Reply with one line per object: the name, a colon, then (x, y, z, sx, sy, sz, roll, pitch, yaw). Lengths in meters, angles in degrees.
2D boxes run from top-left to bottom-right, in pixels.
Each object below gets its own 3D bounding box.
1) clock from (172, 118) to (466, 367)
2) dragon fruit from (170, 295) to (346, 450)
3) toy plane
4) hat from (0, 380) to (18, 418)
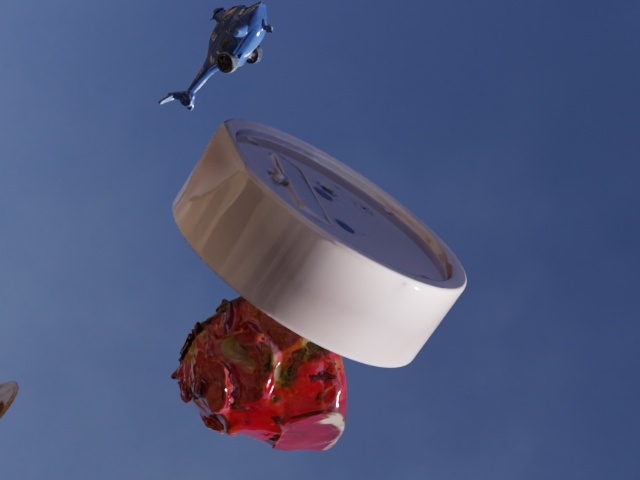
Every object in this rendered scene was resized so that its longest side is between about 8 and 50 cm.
clock: (0.000, 0.000, 1.016, 0.068, 0.197, 0.197, -57, -142, 15)
dragon fruit: (-0.051, 0.148, 1.638, 0.189, 0.163, 0.262, 38, -34, 20)
toy plane: (-0.103, -0.185, 1.501, 0.062, 0.054, 0.167, 50, -52, 8)
hat: (-0.553, 0.191, 1.893, 0.244, 0.233, 0.233, -32, -161, 23)
